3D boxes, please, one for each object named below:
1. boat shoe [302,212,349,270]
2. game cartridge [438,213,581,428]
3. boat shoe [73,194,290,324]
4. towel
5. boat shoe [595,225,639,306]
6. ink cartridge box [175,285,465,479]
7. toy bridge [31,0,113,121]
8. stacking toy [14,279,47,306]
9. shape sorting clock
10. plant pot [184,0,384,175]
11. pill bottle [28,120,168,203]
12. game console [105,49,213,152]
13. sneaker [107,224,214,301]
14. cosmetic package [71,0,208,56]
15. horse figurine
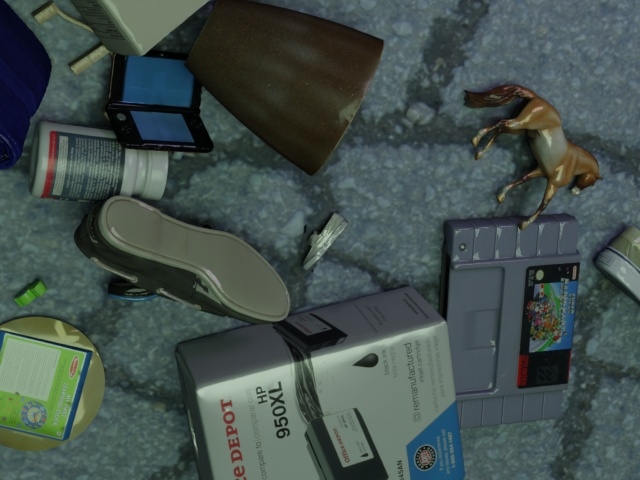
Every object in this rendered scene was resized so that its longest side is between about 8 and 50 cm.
[{"bbox_3d":[0.000,0.000,1.967,0.035,0.035,0.100,40,98,2],"label":"boat shoe"},{"bbox_3d":[0.304,0.135,2.095,0.230,0.068,0.355,-3,109,-12],"label":"game cartridge"},{"bbox_3d":[-0.194,0.034,1.830,0.335,0.095,0.112,28,55,-31],"label":"boat shoe"},{"bbox_3d":[-0.445,-0.228,1.603,0.076,0.308,0.227,-31,115,15],"label":"towel"},{"bbox_3d":[0.588,0.094,2.144,0.302,0.109,0.094,39,92,-22],"label":"boat shoe"},{"bbox_3d":[0.001,0.268,1.983,0.395,0.166,0.285,-14,111,-12],"label":"ink cartridge box"},{"bbox_3d":[-0.318,-0.253,1.780,0.063,0.026,0.188,-36,116,-4],"label":"toy bridge"},{"bbox_3d":[-0.520,0.075,1.816,0.221,0.052,0.167,-37,115,-3],"label":"stacking toy"},{"bbox_3d":[-0.422,0.211,1.899,0.206,0.040,0.206,-2,100,-9],"label":"shape sorting clock"},{"bbox_3d":[-0.063,-0.238,1.784,0.230,0.215,0.215,28,99,-9],"label":"plant pot"},{"bbox_3d":[-0.309,-0.104,1.789,0.180,0.108,0.108,6,106,-19],"label":"pill bottle"},{"bbox_3d":[-0.217,-0.193,1.787,0.144,0.124,0.085,1,135,-32],"label":"game console"},{"bbox_3d":[-0.230,0.034,1.891,0.188,0.067,0.078,-27,106,-12],"label":"sneaker"},{"bbox_3d":[-0.294,-0.395,1.661,0.129,0.153,0.296,-42,117,-15],"label":"cosmetic package"},{"bbox_3d":[0.329,-0.145,1.998,0.174,0.066,0.263,-37,113,-7],"label":"horse figurine"}]
